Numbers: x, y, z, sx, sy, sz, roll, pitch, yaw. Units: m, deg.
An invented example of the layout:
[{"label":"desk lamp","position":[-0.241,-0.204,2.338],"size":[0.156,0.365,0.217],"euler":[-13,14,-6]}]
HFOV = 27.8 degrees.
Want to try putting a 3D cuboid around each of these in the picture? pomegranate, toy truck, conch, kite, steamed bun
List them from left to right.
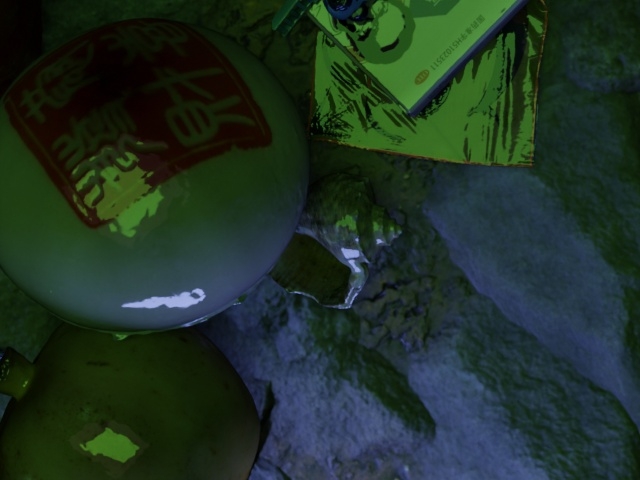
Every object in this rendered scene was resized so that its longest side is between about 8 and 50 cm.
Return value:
[{"label":"pomegranate","position":[-0.235,0.219,1.466],"size":[0.319,0.319,0.319],"euler":[0,93,8]},{"label":"steamed bun","position":[-0.198,-0.095,1.401],"size":[0.374,0.241,0.374],"euler":[-3,48,4]},{"label":"conch","position":[0.000,0.000,1.501],"size":[0.207,0.130,0.155],"euler":[-1,79,24]},{"label":"toy truck","position":[0.011,-0.272,1.451],"size":[0.074,0.063,0.136],"euler":[44,100,25]},{"label":"kite","position":[0.114,-0.219,1.531],"size":[0.327,0.013,0.377],"euler":[-36,86,8]}]

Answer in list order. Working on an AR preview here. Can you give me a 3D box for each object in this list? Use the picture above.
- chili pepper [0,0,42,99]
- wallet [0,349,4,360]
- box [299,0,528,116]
[{"label":"chili pepper","position":[-0.457,-0.271,1.491],"size":[0.251,0.305,0.229],"euler":[-44,78,-5]},{"label":"wallet","position":[-0.452,0.186,1.625],"size":[0.088,0.026,0.129],"euler":[19,94,3]},{"label":"box","position":[0.152,-0.341,1.485],"size":[0.353,0.069,0.214],"euler":[-45,84,10]}]
